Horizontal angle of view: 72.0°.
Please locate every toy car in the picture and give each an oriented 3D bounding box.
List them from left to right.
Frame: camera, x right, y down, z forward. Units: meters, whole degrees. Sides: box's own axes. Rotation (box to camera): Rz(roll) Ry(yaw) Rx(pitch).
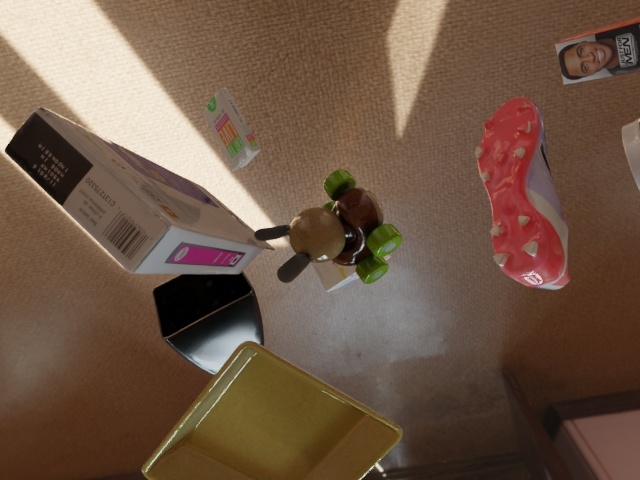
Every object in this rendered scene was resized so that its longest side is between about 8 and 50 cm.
[{"bbox_3d":[0.000,0.000,0.689,0.188,0.155,0.149,-21,149,-25],"label":"toy car"}]

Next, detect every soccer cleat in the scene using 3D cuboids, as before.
[{"bbox_3d":[0.247,-0.060,0.530,0.095,0.248,0.083,25,147,-32],"label":"soccer cleat"}]

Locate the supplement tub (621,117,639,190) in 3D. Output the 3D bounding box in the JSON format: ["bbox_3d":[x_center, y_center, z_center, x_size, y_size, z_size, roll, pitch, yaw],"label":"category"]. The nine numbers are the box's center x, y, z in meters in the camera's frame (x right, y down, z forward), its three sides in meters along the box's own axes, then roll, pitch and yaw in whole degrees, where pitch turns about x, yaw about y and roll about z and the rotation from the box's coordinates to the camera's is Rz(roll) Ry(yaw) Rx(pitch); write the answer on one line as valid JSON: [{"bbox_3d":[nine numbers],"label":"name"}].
[{"bbox_3d":[0.771,-0.189,0.800,0.325,0.235,0.235,-22,121,45],"label":"supplement tub"}]

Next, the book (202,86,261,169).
[{"bbox_3d":[-0.186,-0.234,0.928,0.096,0.035,0.144,-26,95,54],"label":"book"}]

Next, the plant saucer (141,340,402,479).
[{"bbox_3d":[-0.084,0.349,0.784,0.333,0.081,0.333,34,105,-16],"label":"plant saucer"}]

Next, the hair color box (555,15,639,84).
[{"bbox_3d":[0.441,-0.289,0.671,0.043,0.141,0.072,-33,111,-19],"label":"hair color box"}]

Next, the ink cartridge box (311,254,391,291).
[{"bbox_3d":[0.065,0.027,0.899,0.143,0.092,0.090,-37,75,30],"label":"ink cartridge box"}]

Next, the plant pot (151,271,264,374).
[{"bbox_3d":[-0.218,0.163,0.929,0.188,0.187,0.167,-29,124,-12],"label":"plant pot"}]

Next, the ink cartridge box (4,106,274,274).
[{"bbox_3d":[-0.182,-0.034,0.567,0.176,0.371,0.069,40,94,9],"label":"ink cartridge box"}]
